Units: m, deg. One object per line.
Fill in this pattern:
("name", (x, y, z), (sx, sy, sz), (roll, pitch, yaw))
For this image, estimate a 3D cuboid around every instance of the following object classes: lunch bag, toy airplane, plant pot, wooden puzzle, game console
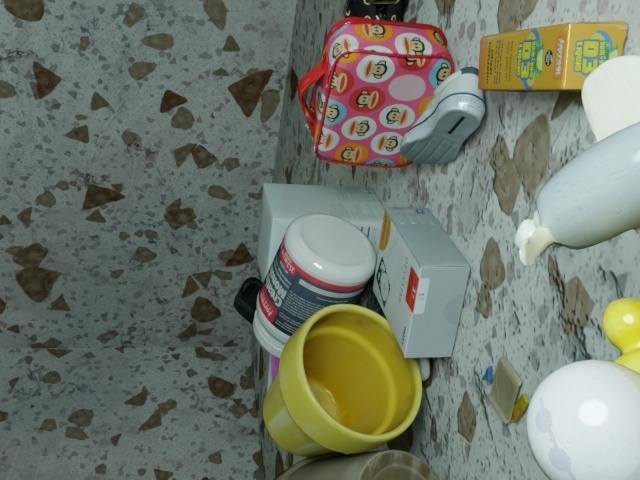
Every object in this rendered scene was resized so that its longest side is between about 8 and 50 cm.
("lunch bag", (0.085, -0.260, 1.380), (0.293, 0.258, 0.120), (108, 159, -52))
("toy airplane", (0.266, 0.100, 0.472), (0.386, 0.272, 0.384), (-134, 41, -62))
("plant pot", (0.078, 0.506, 1.342), (0.280, 0.323, 0.323), (-48, 39, 45))
("wooden puzzle", (0.266, 0.214, 1.082), (0.116, 0.014, 0.078), (-108, 27, -56))
("game console", (-0.050, 0.212, 1.770), (0.213, 0.361, 0.044), (-57, -17, 18))
("plant pot", (0.018, 0.280, 1.381), (0.239, 0.254, 0.254), (-49, 39, 46))

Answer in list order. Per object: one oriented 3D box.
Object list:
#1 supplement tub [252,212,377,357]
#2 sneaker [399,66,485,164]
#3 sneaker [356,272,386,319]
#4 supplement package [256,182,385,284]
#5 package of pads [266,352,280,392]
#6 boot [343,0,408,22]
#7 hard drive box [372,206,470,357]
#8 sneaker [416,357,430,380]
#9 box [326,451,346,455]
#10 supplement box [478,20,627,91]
("supplement tub", (-0.018, 0.098, 1.536), (0.191, 0.191, 0.272), (-103, 31, -48))
("sneaker", (0.208, -0.200, 1.255), (0.258, 0.094, 0.091), (142, 146, -69))
("sneaker", (0.125, 0.148, 1.546), (0.135, 0.098, 0.276), (-49, 28, 45))
("supplement package", (0.000, 0.000, 1.728), (0.199, 0.263, 0.198), (-111, 25, -61))
("package of pads", (-0.005, 0.263, 1.835), (0.101, 0.229, 0.296), (-21, -63, -63))
("boot", (0.116, -0.414, 1.534), (0.377, 0.138, 0.284), (129, 142, -76))
("hard drive box", (0.172, 0.068, 1.345), (0.232, 0.089, 0.181), (-113, 27, -62))
("sneaker", (0.165, 0.246, 1.428), (0.152, 0.061, 0.053), (113, 157, -56))
("box", (0.075, 0.551, 1.581), (0.045, 0.184, 0.190), (-27, 53, 28))
("supplement box", (0.275, -0.221, 0.931), (0.233, 0.080, 0.078), (-144, 54, -72))
